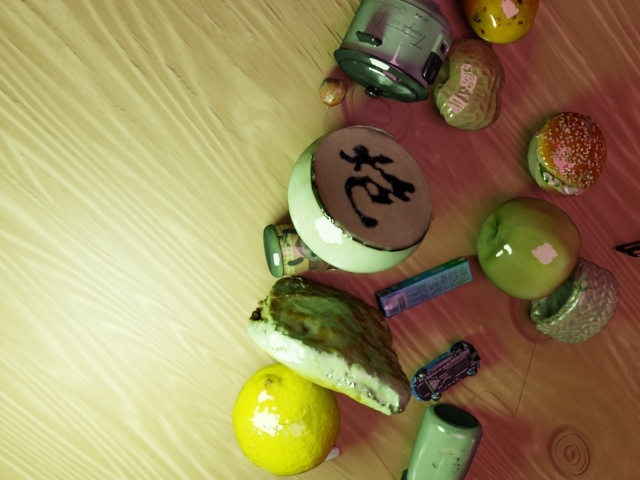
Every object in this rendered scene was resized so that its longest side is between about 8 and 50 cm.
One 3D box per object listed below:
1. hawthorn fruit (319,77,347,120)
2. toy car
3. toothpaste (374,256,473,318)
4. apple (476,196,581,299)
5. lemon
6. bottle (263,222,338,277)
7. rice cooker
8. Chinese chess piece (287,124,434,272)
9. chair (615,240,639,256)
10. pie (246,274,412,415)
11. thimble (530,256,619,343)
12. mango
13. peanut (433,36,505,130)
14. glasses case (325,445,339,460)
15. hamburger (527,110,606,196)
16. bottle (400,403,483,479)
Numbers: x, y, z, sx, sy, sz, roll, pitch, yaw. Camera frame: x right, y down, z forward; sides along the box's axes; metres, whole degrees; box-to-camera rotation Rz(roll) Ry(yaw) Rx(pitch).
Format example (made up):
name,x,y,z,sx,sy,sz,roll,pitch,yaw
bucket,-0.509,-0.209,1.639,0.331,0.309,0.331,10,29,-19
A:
name,x,y,z,sx,sy,sz,roll,pitch,yaw
hawthorn fruit,0.027,-0.339,1.666,0.066,0.067,0.103,5,114,-18
toy car,0.343,0.363,1.928,0.216,0.063,0.103,-33,110,-1
toothpaste,0.277,0.126,1.857,0.266,0.050,0.065,-22,108,-11
apple,0.542,0.020,1.810,0.262,0.262,0.262,-4,104,-16
lemon,-0.082,0.440,1.708,0.293,0.293,0.293,-4,104,-16
bottle,0.000,0.000,1.696,0.271,0.143,0.156,-10,131,-12
rice cooker,0.165,-0.434,1.589,0.227,0.241,0.280,-64,155,1
Chinese chess piece,0.097,-0.098,1.613,0.349,0.146,0.349,12,61,-23
chair,0.987,0.044,2.025,0.229,0.106,0.113,-19,106,-10
pie,0.028,0.237,1.614,0.395,0.418,0.180,23,101,-19
thimble,0.700,0.161,1.922,0.148,0.196,0.229,24,125,-18
mango,0.444,-0.620,1.670,0.191,0.160,0.290,20,87,0
peanut,0.377,-0.393,1.731,0.196,0.110,0.233,6,101,-29
glasses case,0.011,0.587,1.903,0.083,0.021,0.032,-11,109,-14
hamburger,0.656,-0.228,1.836,0.236,0.147,0.237,-4,102,-19
bottle,0.323,0.641,1.940,0.168,0.168,0.347,12,104,-19
